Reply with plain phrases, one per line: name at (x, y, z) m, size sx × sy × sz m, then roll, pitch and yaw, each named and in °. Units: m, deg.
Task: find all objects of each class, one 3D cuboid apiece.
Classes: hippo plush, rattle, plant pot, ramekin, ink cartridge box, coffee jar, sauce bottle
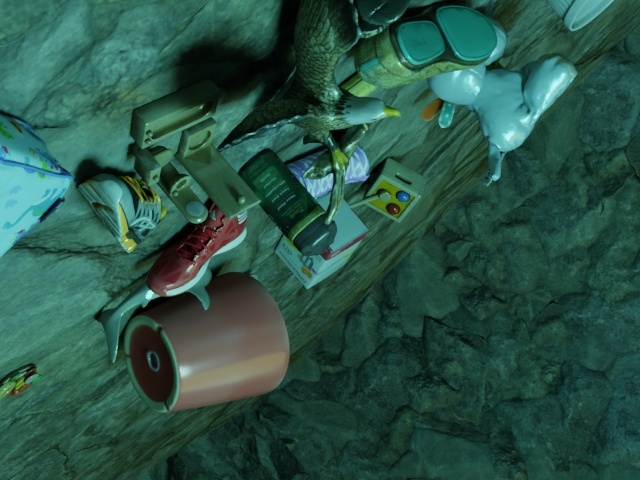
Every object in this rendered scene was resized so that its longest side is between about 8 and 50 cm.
hippo plush at (0.315, -0.291, 1.481) m, size 0.294 × 0.236 × 0.234 m, roll -53°, pitch 177°, yaw 1°
rattle at (0.297, -0.335, 1.570) m, size 0.200 × 0.130 × 0.143 m, roll -25°, pitch 163°, yaw -10°
plant pot at (-0.240, 0.214, 1.539) m, size 0.243 × 0.275 × 0.275 m, roll -13°, pitch 151°, yaw -43°
ramekin at (0.559, -0.549, 1.590) m, size 0.207 × 0.109 × 0.207 m, roll -38°, pitch 167°, yaw -10°
ink cartridge box at (0.000, 0.000, 1.756) m, size 0.127 × 0.128 × 0.176 m, roll -32°, pitch 164°, yaw -35°
coffee jar at (-0.051, -0.058, 1.286) m, size 0.079 × 0.184 × 0.096 m, roll -41°, pitch 167°, yaw -2°
sauce bottle at (0.045, -0.242, 1.280) m, size 0.128 × 0.042 × 0.042 m, roll -36°, pitch 167°, yaw -8°

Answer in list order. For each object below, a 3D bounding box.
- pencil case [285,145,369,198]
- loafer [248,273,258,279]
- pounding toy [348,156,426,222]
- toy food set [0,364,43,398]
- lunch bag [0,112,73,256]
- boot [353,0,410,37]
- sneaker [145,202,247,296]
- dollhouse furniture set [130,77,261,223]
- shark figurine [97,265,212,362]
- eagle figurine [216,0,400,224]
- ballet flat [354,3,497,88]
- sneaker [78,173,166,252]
pencil case at (0.006, -0.125, 1.452) m, size 0.206 × 0.088 × 0.086 m, roll -30°, pitch 165°, yaw -43°
loafer at (-0.202, 0.111, 1.769) m, size 0.125 × 0.039 × 0.045 m, roll -37°, pitch 134°, yaw -30°
pounding toy at (0.157, -0.114, 1.860) m, size 0.130 × 0.141 × 0.100 m, roll -55°, pitch -171°, yaw 47°
toy food set at (-0.517, 0.243, 1.314) m, size 0.082 × 0.020 × 0.083 m, roll -39°, pitch 167°, yaw -10°
lunch bag at (-0.350, -0.042, 0.702) m, size 0.176 × 0.090 × 0.219 m, roll -40°, pitch 166°, yaw 7°
boot at (0.099, -0.365, 0.950) m, size 0.236 × 0.085 × 0.178 m, roll -64°, pitch -173°, yaw 2°
sneaker at (-0.206, -0.009, 1.287) m, size 0.221 × 0.087 × 0.128 m, roll -47°, pitch 164°, yaw -36°
dollhouse furniture set at (-0.152, -0.102, 0.984) m, size 0.144 × 0.123 × 0.151 m, roll -33°, pitch 165°, yaw -33°
shark figurine at (-0.263, 0.099, 1.373) m, size 0.278 × 0.116 × 0.166 m, roll -30°, pitch 162°, yaw -47°
eagle figurine at (-0.009, -0.184, 0.970) m, size 0.225 × 0.226 × 0.298 m, roll -22°, pitch 156°, yaw 18°
ballet flat at (0.172, -0.319, 1.271) m, size 0.348 × 0.123 × 0.123 m, roll -27°, pitch 161°, yaw -49°
sneaker at (-0.250, -0.049, 0.994) m, size 0.083 × 0.084 × 0.215 m, roll -38°, pitch 177°, yaw -12°
